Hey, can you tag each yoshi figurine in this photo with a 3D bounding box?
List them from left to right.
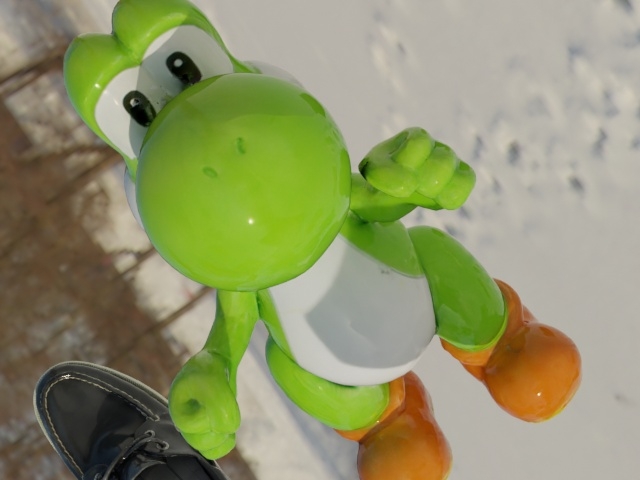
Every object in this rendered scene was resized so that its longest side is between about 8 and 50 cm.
[{"bbox_3d":[0.000,0.019,0.853,0.203,0.203,0.362,-5,140,43],"label":"yoshi figurine"}]

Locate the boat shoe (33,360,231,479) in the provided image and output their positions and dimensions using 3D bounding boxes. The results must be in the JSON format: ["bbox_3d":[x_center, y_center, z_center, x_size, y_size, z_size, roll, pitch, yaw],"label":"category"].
[{"bbox_3d":[-0.169,0.252,1.581,0.340,0.127,0.113,48,176,5],"label":"boat shoe"}]
